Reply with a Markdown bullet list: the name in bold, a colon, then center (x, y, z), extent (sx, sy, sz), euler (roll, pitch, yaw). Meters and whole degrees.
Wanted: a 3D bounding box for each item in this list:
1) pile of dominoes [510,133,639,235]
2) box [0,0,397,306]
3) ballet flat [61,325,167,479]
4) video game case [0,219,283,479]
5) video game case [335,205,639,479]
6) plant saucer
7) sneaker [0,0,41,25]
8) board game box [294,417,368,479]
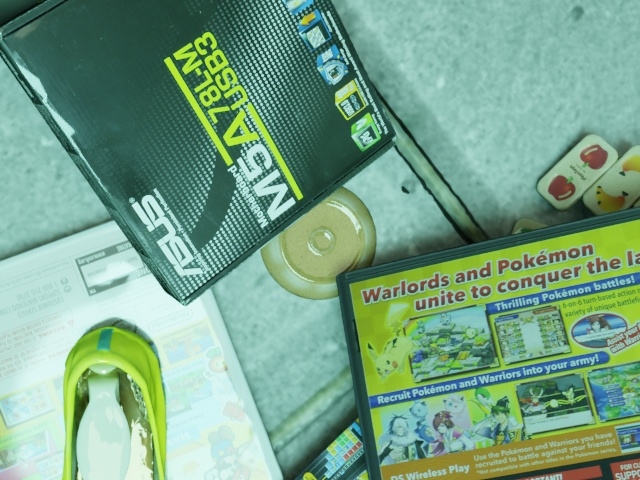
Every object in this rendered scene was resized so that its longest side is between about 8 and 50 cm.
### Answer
- **pile of dominoes**: center (0.237, 0.035, 0.531), extent (0.251, 0.040, 0.196), euler (19, 84, 23)
- **box**: center (-0.065, -0.089, 0.496), extent (0.184, 0.045, 0.190), euler (-38, 116, -20)
- **ballet flat**: center (-0.123, 0.167, 0.485), extent (0.077, 0.077, 0.231), euler (-3, 91, -12)
- **video game case**: center (-0.164, 0.107, 0.531), extent (0.227, 0.026, 0.206), euler (-21, 94, -10)
- **video game case**: center (0.162, 0.109, 0.484), extent (0.275, 0.035, 0.248), euler (-13, 68, 10)
- **plant saucer**: center (0.000, 0.000, 0.564), extent (0.083, 0.015, 0.083), euler (0, 90, -10)
- **sneaker**: center (-0.243, -0.139, 0.463), extent (0.286, 0.130, 0.109), euler (-33, 97, -7)
- **board game box**: center (0.040, 0.217, 0.517), extent (0.141, 0.048, 0.170), euler (-43, 67, -8)
